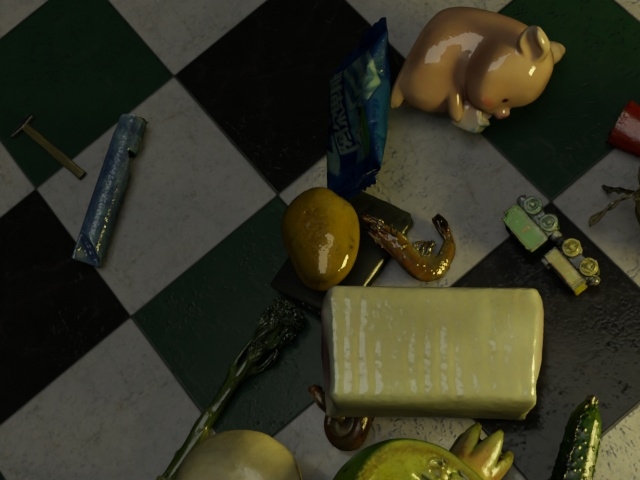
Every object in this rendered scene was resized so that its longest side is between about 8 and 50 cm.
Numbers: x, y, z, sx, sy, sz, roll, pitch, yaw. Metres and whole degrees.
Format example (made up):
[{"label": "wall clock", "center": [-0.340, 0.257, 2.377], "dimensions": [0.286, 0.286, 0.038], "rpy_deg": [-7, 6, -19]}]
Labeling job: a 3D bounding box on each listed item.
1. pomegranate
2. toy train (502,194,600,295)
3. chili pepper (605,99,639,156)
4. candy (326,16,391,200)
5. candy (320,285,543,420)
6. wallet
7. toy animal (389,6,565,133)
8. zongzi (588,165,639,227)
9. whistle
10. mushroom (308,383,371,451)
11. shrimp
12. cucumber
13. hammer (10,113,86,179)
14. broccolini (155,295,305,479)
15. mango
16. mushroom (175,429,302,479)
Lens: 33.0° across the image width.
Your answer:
[{"label": "pomegranate", "center": [0.162, 0.442, 1.658], "dimensions": [0.309, 0.216, 0.358], "rpy_deg": [37, 50, 13]}, {"label": "toy train", "center": [0.391, 0.009, 1.837], "dimensions": [0.081, 0.060, 0.202], "rpy_deg": [-40, 66, 4]}, {"label": "chili pepper", "center": [0.588, -0.170, 1.859], "dimensions": [0.169, 0.065, 0.088], "rpy_deg": [29, 95, 16]}, {"label": "candy", "center": [0.068, -0.224, 1.946], "dimensions": [0.077, 0.187, 0.331], "rpy_deg": [12, 68, -24]}, {"label": "candy", "center": [0.177, 0.177, 1.742], "dimensions": [0.358, 0.145, 0.208], "rpy_deg": [2, 70, -2]}, {"label": "wallet", "center": [0.040, 0.023, 1.924], "dimensions": [0.168, 0.052, 0.245], "rpy_deg": [27, 71, 26]}, {"label": "toy animal", "center": [0.274, -0.300, 1.911], "dimensions": [0.256, 0.195, 0.213], "rpy_deg": [20, 100, 17]}, {"label": "zongzi", "center": [0.693, 0.053, 1.673], "dimensions": [0.499, 0.218, 0.467], "rpy_deg": [-11, 75, 13]}, {"label": "whistle", "center": [-0.403, -0.097, 2.067], "dimensions": [0.062, 0.062, 0.304], "rpy_deg": [10, 73, 17]}, {"label": "mushroom", "center": [0.033, 0.285, 1.806], "dimensions": [0.088, 0.073, 0.129], "rpy_deg": [-38, 89, 29]}, {"label": "shrimp", "center": [0.161, -0.013, 1.885], "dimensions": [0.178, 0.034, 0.124], "rpy_deg": [42, 73, 3]}, {"label": "cucumber", "center": [0.403, 0.352, 1.703], "dimensions": [0.069, 0.069, 0.227], "rpy_deg": [13, 69, 18]}, {"label": "hammer", "center": [-0.539, -0.179, 2.156], "dimensions": [0.199, 0.013, 0.062], "rpy_deg": [38, 83, 23]}, {"label": "broccolini", "center": [-0.158, 0.267, 1.861], "dimensions": [0.078, 0.074, 0.392], "rpy_deg": [27, 76, 28]}, {"label": "mango", "center": [0.000, 0.000, 1.868], "dimensions": [0.137, 0.098, 0.195], "rpy_deg": [-5, 63, 12]}, {"label": "mushroom", "center": [-0.113, 0.414, 1.741], "dimensions": [0.246, 0.202, 0.246], "rpy_deg": [14, 115, 33]}]
